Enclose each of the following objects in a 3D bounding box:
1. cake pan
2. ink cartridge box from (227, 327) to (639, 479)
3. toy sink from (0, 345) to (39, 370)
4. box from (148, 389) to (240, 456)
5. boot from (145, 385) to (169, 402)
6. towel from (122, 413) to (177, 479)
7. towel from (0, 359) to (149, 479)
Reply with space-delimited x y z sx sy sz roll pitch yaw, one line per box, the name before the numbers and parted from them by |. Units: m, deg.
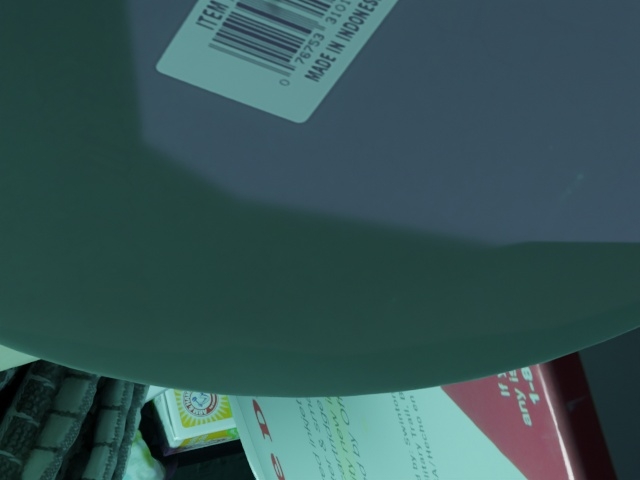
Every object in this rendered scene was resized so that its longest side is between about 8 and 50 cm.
cake pan | -0.002 -0.062 0.348 0.293 0.054 0.293 -1 139 -1
ink cartridge box | 0.090 0.070 0.727 0.160 0.279 0.384 -20 -175 -18
toy sink | -0.165 -0.018 0.554 0.152 0.131 0.234 -4 171 -44
box | -0.039 0.098 1.413 0.203 0.103 0.114 -12 169 -14
boot | -0.107 0.080 1.239 0.258 0.095 0.123 -22 161 31
towel | -0.279 0.255 1.521 0.320 0.090 0.374 -34 177 -5
towel | -0.161 0.090 0.794 0.121 0.284 0.235 21 154 -13
